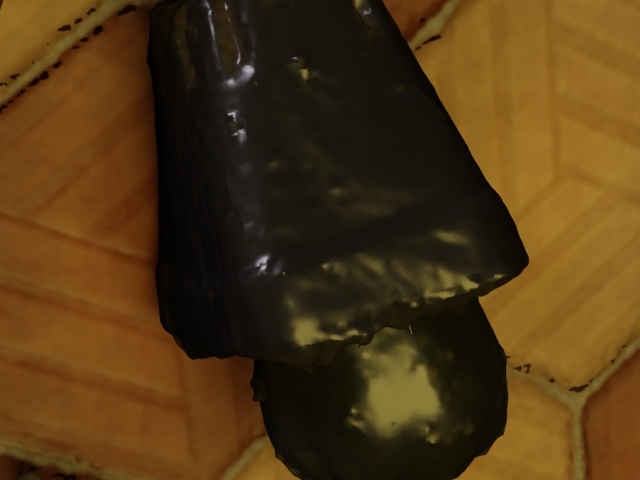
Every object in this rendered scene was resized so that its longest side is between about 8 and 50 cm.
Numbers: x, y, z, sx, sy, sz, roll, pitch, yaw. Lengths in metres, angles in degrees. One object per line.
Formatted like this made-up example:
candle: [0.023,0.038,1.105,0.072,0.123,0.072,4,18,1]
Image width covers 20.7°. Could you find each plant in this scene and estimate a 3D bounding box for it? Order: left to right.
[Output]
plant: [0.000,0.000,0.802,0.142,0.164,0.256,-22,97,-19]

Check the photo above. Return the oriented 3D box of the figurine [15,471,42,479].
figurine: [-0.116,0.209,0.849,0.147,0.093,0.197,-16,112,-6]

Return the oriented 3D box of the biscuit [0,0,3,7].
biscuit: [-0.174,-0.056,0.730,0.027,0.133,0.184,18,93,1]
